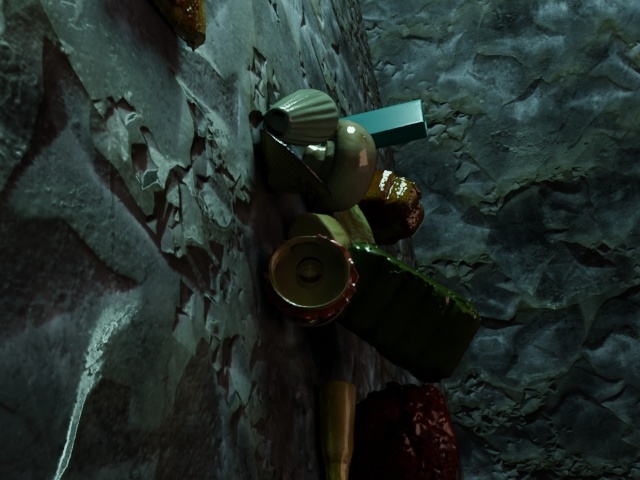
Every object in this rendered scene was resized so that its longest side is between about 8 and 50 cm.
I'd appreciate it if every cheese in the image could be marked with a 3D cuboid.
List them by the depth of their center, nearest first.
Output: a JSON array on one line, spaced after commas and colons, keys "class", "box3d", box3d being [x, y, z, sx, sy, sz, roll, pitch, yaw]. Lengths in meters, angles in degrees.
[{"class": "cheese", "box3d": [0.000, 0.000, 1.466, 0.123, 0.094, 0.167, 54, 11, 7]}]

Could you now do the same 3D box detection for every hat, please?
[{"class": "hat", "box3d": [-0.073, -0.126, 1.351, 0.193, 0.082, 0.193, 41, -2, 2]}]

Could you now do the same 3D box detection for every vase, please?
[{"class": "vase", "box3d": [-0.047, -0.261, 1.471, 0.248, 0.128, 0.128, -33, 111, -66]}]

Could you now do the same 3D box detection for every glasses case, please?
[{"class": "glasses case", "box3d": [0.123, -0.279, 1.770, 0.117, 0.301, 0.070, -85, 158, -48]}]

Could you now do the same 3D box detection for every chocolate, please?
[{"class": "chocolate", "box3d": [0.031, 0.390, 1.349, 0.085, 0.085, 0.219, 60, 28, -52]}]

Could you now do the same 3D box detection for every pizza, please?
[{"class": "pizza", "box3d": [-0.231, -0.419, 0.991, 0.197, 0.058, 0.292, -66, 142, -65]}]

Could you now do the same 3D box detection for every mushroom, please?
[{"class": "mushroom", "box3d": [0.039, -0.182, 1.634, 0.226, 0.178, 0.226, -158, -90, -78]}]

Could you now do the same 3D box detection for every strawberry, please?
[{"class": "strawberry", "box3d": [0.156, 0.413, 1.414, 0.220, 0.274, 0.274, 38, 40, -46]}]

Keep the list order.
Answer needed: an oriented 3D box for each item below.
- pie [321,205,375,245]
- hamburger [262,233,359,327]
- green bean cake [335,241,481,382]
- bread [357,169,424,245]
[{"class": "pie", "box3d": [0.078, -0.021, 1.805, 0.274, 0.105, 0.257, -59, 126, -71]}, {"class": "hamburger", "box3d": [-0.014, 0.081, 1.247, 0.137, 0.175, 0.175, 78, 6, -64]}, {"class": "green bean cake", "box3d": [0.162, 0.156, 1.488, 0.218, 0.335, 0.319, -61, 169, 2]}, {"class": "bread", "box3d": [0.193, -0.090, 2.030, 0.232, 0.246, 0.135, 59, 38, -32]}]
